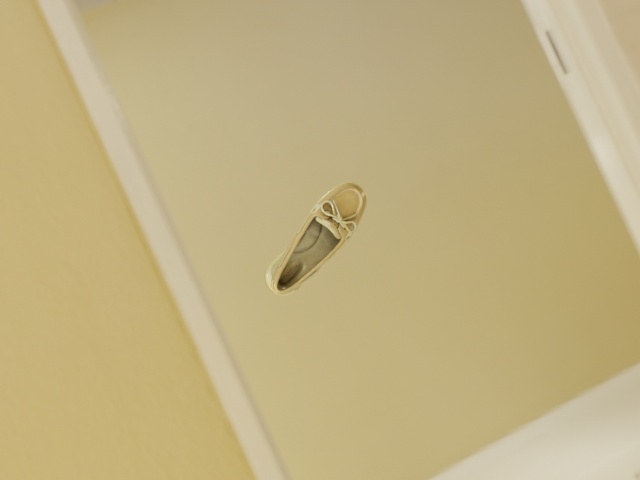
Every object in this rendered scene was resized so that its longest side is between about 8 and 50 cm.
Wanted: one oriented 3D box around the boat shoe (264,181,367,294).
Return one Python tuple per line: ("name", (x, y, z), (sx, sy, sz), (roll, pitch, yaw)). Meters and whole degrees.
("boat shoe", (-0.002, -0.001, 1.287), (0.153, 0.056, 0.048), (-46, -171, -5))
